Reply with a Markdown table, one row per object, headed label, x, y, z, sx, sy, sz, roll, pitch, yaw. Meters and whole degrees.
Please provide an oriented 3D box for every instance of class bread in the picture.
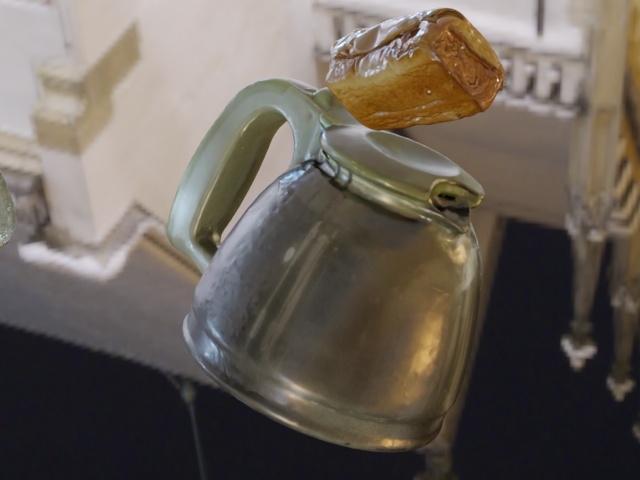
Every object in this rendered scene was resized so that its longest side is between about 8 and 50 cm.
| label | x | y | z | sx | sy | sz | roll | pitch | yaw |
| --- | --- | --- | --- | --- | --- | --- | --- | --- | --- |
| bread | 0.061 | -0.112 | 1.031 | 0.132 | 0.074 | 0.053 | -8 | -135 | 57 |

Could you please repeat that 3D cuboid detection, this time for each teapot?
| label | x | y | z | sx | sy | sz | roll | pitch | yaw |
| --- | --- | --- | --- | --- | --- | --- | --- | --- | --- |
| teapot | 0.022 | 0.008 | 1.340 | 0.239 | 0.239 | 0.321 | 17 | -163 | -21 |

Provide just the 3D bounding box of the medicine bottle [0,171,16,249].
| label | x | y | z | sx | sy | sz | roll | pitch | yaw |
| --- | --- | --- | --- | --- | --- | --- | --- | --- | --- |
| medicine bottle | -0.362 | 0.028 | 0.999 | 0.290 | 0.245 | 0.245 | -41 | -140 | 16 |
